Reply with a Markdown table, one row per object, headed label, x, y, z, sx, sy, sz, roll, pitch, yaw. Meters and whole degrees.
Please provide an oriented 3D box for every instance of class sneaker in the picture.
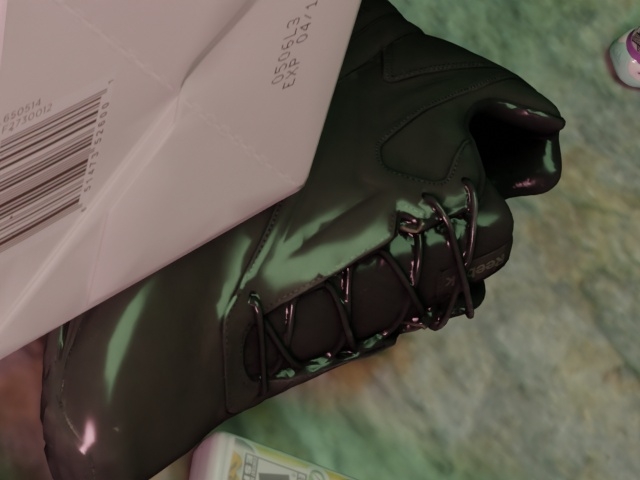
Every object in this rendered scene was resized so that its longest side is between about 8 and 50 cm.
| label | x | y | z | sx | sy | sz | roll | pitch | yaw |
| --- | --- | --- | --- | --- | --- | --- | --- | --- | --- |
| sneaker | 0.203 | -0.107 | 1.003 | 0.098 | 0.069 | 0.038 | -14 | 74 | -37 |
| sneaker | 0.000 | 0.000 | 0.763 | 0.130 | 0.109 | 0.286 | 22 | 48 | 23 |

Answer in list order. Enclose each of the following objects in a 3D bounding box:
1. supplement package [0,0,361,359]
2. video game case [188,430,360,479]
| label | x | y | z | sx | sy | sz | roll | pitch | yaw |
| --- | --- | --- | --- | --- | --- | --- | --- | --- | --- |
| supplement package | -0.146 | -0.129 | 0.664 | 0.293 | 0.177 | 0.175 | 39 | 47 | 23 |
| video game case | 0.029 | 0.207 | 0.750 | 0.206 | 0.026 | 0.227 | 23 | 55 | -21 |
